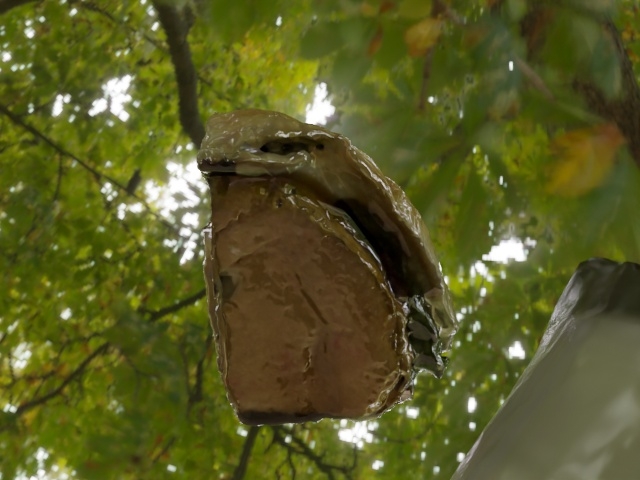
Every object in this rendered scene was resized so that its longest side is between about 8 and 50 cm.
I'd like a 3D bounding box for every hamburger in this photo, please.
[{"bbox_3d":[0.000,0.000,0.608,0.155,0.135,0.208,-8,-58,7],"label":"hamburger"}]

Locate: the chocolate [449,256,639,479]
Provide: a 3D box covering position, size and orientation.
[{"bbox_3d":[0.173,0.206,0.449,0.314,0.326,0.297,38,-93,19],"label":"chocolate"}]
